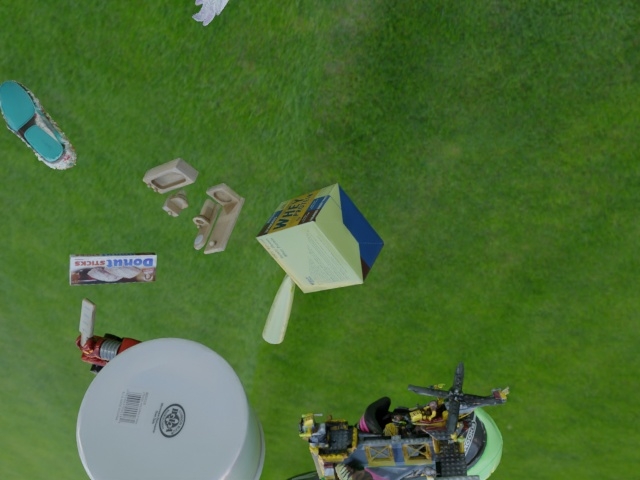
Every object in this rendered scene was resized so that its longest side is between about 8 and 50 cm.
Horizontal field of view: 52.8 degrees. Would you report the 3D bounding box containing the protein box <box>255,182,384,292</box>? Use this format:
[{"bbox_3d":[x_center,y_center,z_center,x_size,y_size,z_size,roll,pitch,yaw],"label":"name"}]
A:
[{"bbox_3d":[0.000,0.000,1.529,0.201,0.136,0.199,-15,123,45],"label":"protein box"}]

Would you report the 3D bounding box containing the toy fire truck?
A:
[{"bbox_3d":[-0.569,0.281,1.767,0.217,0.158,0.246,9,156,19],"label":"toy fire truck"}]

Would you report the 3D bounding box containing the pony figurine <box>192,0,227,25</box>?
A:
[{"bbox_3d":[-0.228,-0.691,1.367,0.364,0.302,0.351,23,131,-37],"label":"pony figurine"}]

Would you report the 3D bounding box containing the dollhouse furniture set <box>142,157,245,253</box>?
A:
[{"bbox_3d":[-0.266,-0.061,1.259,0.144,0.123,0.151,-12,140,41],"label":"dollhouse furniture set"}]

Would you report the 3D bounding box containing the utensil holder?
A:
[{"bbox_3d":[-0.280,0.399,1.301,0.328,0.327,0.385,11,153,3],"label":"utensil holder"}]

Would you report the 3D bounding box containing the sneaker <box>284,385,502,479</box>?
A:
[{"bbox_3d":[0.109,0.422,1.276,0.483,0.185,0.202,-27,93,14],"label":"sneaker"}]

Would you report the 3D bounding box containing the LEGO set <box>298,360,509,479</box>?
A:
[{"bbox_3d":[0.071,0.273,0.686,0.255,0.331,0.192,-2,125,17],"label":"LEGO set"}]

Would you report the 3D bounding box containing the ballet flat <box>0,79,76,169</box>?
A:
[{"bbox_3d":[-0.606,-0.238,1.381,0.241,0.091,0.077,52,180,14],"label":"ballet flat"}]

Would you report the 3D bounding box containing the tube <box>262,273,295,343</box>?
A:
[{"bbox_3d":[-0.099,0.166,1.711,0.062,0.070,0.240,-5,125,-36],"label":"tube"}]

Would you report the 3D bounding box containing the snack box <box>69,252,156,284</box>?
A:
[{"bbox_3d":[-0.448,0.060,1.396,0.178,0.022,0.064,-1,108,-26],"label":"snack box"}]
